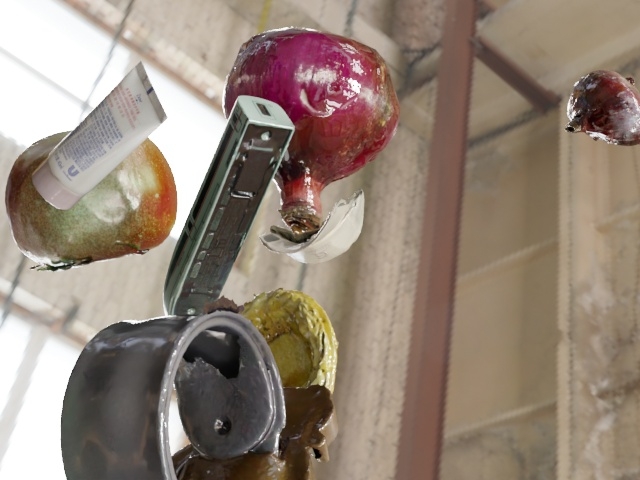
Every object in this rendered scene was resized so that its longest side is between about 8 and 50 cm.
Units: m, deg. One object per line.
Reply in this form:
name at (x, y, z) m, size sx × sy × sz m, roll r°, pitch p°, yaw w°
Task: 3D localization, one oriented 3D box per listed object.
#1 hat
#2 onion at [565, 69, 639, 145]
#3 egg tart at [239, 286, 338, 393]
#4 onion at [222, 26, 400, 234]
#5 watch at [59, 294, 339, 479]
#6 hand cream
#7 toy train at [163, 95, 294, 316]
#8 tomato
hat at (0.000, 0.000, 2.305) m, size 0.219 × 0.164 × 0.226 m, roll -23°, pitch -155°, yaw 17°
onion at (0.509, -0.247, 1.991) m, size 0.206 × 0.151 × 0.098 m, roll -128°, pitch -150°, yaw -54°
egg tart at (-0.064, 0.228, 2.024) m, size 0.288 × 0.118 × 0.288 m, roll -16°, pitch -117°, yaw 34°
onion at (-0.021, -0.200, 2.063) m, size 0.348 × 0.348 × 0.385 m, roll -14°, pitch -112°, yaw 52°
watch at (-0.159, 0.230, 1.393) m, size 0.314 × 0.327 × 0.335 m, roll -6°, pitch -143°, yaw 27°
hand cream at (-0.339, -0.157, 1.724) m, size 0.248 × 0.083 × 0.133 m, roll -39°, pitch -123°, yaw 19°
toy train at (-0.163, -0.033, 1.742) m, size 0.088 × 0.086 × 0.407 m, roll 57°, pitch -50°, yaw 44°
tomato at (-0.408, -0.079, 1.963) m, size 0.303 × 0.303 × 0.239 m, roll 0°, pitch -78°, yaw 58°
